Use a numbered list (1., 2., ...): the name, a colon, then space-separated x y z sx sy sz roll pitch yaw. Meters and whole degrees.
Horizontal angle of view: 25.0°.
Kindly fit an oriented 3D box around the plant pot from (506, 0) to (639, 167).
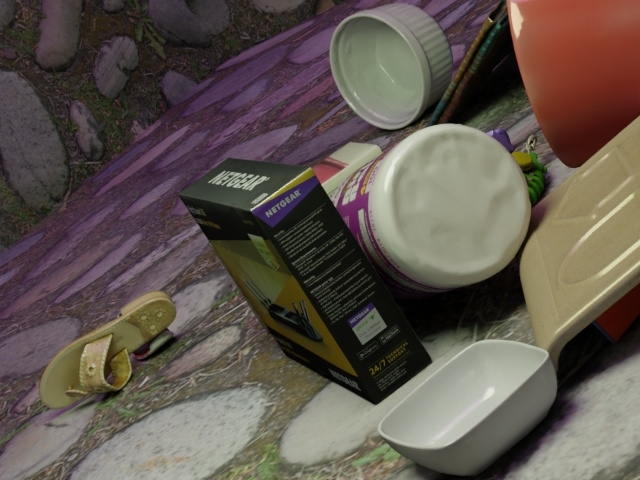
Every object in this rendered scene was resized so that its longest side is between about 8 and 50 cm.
1. plant pot: 0.370 -0.243 1.653 0.243 0.275 0.275 -13 22 24

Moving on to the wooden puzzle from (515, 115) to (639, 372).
1. wooden puzzle: 0.326 -0.044 1.351 0.348 0.080 0.322 -47 11 16

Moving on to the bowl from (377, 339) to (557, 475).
1. bowl: 0.132 0.150 1.250 0.142 0.053 0.142 -38 16 -18

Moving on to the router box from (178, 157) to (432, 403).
1. router box: -0.026 0.034 1.574 0.081 0.243 0.309 -36 14 -13

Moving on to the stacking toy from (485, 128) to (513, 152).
1. stacking toy: 0.216 -0.110 1.908 0.167 0.052 0.221 -21 20 39

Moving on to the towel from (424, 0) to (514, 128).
1. towel: 0.290 -0.328 2.256 0.370 0.040 0.271 -50 -9 -44

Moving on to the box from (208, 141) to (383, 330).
1. box: 0.000 0.000 1.809 0.232 0.149 0.127 -34 14 -10

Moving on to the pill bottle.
1. pill bottle: 0.099 -0.018 1.583 0.169 0.169 0.301 -38 3 -18

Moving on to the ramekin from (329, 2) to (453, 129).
1. ramekin: 0.127 -0.300 2.419 0.109 0.207 0.207 -32 12 -37

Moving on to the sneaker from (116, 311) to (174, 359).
1. sneaker: -0.267 0.130 2.104 0.061 0.065 0.158 -39 16 -21

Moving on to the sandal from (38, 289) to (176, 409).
1. sandal: -0.294 0.170 2.001 0.240 0.088 0.079 -40 38 6

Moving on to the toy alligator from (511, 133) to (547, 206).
1. toy alligator: 0.250 -0.077 1.744 0.051 0.056 0.190 20 37 16
